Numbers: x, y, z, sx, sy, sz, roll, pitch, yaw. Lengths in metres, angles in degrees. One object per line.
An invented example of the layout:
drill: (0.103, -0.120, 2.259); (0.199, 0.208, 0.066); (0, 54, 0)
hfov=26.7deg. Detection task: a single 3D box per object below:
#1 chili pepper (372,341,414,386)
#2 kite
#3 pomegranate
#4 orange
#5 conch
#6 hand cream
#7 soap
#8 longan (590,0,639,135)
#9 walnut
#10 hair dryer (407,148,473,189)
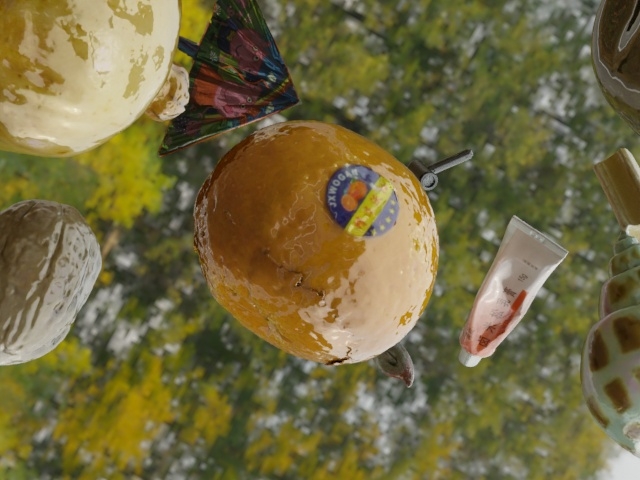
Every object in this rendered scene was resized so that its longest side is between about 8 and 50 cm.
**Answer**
chili pepper: (0.103, 0.170, 2.002); (0.153, 0.041, 0.050); (-120, -139, -65)
kite: (-0.131, -0.244, 1.995); (0.321, 0.233, 0.016); (-67, 171, 14)
pomegranate: (-0.324, -0.272, 1.651); (0.410, 0.410, 0.410); (-60, -173, 11)
orange: (-0.002, 0.000, 1.158); (0.193, 0.219, 0.219); (-57, -177, -37)
conch: (0.493, 0.177, 1.924); (0.197, 0.249, 0.368); (-120, -158, -73)
hand cream: (0.175, 0.058, 1.290); (0.216, 0.052, 0.038); (109, -10, -52)
soap: (0.535, -0.059, 2.293); (0.073, 0.140, 0.232); (-28, -144, 14)
longan: (0.484, -0.238, 1.704); (0.288, 0.288, 0.350); (-58, -166, 26)
walnut: (-0.373, 0.054, 1.706); (0.178, 0.178, 0.230); (132, -21, -64)
hair dryer: (0.152, -0.091, 1.668); (0.083, 0.026, 0.047); (-22, -151, -9)
